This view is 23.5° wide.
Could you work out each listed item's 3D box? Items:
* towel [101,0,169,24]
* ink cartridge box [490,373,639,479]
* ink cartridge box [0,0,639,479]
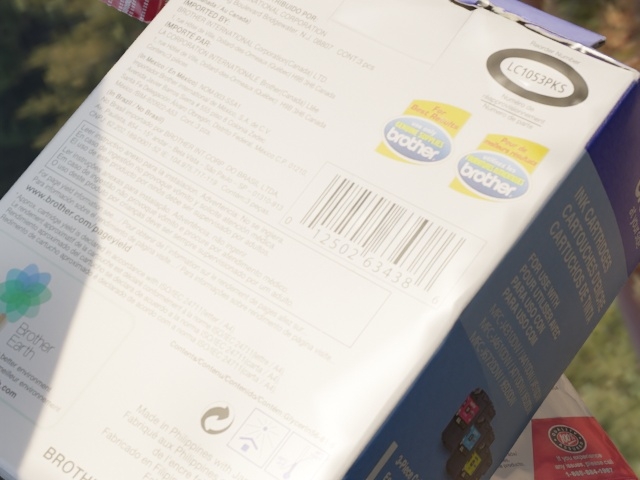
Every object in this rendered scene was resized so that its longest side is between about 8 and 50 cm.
[{"bbox_3d":[-0.223,-0.261,1.099,0.275,0.031,0.199,26,159,-3],"label":"towel"},{"bbox_3d":[0.060,0.102,0.985,0.237,0.172,0.100,58,134,39],"label":"ink cartridge box"},{"bbox_3d":[0.000,0.000,0.818,0.270,0.395,0.151,29,165,31],"label":"ink cartridge box"}]
